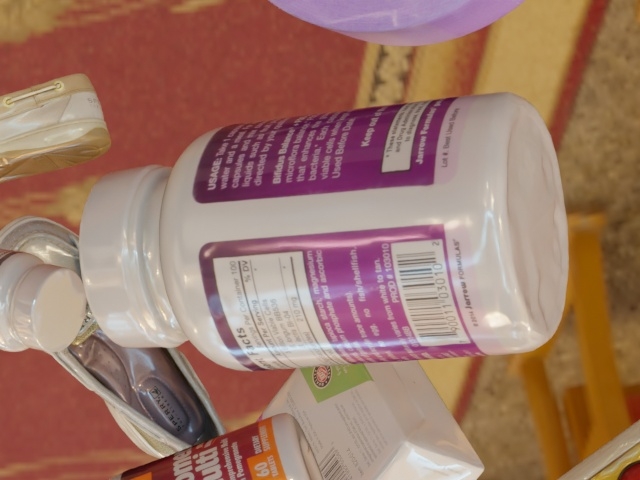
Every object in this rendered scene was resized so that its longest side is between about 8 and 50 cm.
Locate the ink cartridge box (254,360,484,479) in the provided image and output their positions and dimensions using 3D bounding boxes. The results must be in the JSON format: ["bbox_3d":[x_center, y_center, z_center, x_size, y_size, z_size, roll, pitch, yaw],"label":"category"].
[{"bbox_3d":[-0.009,0.288,1.819,0.119,0.207,0.353,23,113,-35],"label":"ink cartridge box"}]

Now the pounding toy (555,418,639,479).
[{"bbox_3d":[0.194,0.181,0.974,0.130,0.141,0.100,-34,157,-10],"label":"pounding toy"}]

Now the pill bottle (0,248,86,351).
[{"bbox_3d":[-0.255,0.044,1.340,0.137,0.078,0.078,9,151,28],"label":"pill bottle"}]

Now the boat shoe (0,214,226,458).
[{"bbox_3d":[-0.211,0.104,1.768,0.320,0.118,0.103,55,157,-20],"label":"boat shoe"}]

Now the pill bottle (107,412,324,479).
[{"bbox_3d":[-0.106,0.231,1.404,0.221,0.121,0.121,-21,141,3],"label":"pill bottle"}]

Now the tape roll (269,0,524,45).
[{"bbox_3d":[0.053,-0.279,1.228,0.275,0.275,0.090,-23,171,20],"label":"tape roll"}]

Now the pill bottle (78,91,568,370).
[{"bbox_3d":[0.000,0.000,1.150,0.301,0.169,0.169,-5,145,22],"label":"pill bottle"}]

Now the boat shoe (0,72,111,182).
[{"bbox_3d":[-0.220,-0.068,1.100,0.170,0.059,0.063,-11,165,-2],"label":"boat shoe"}]
